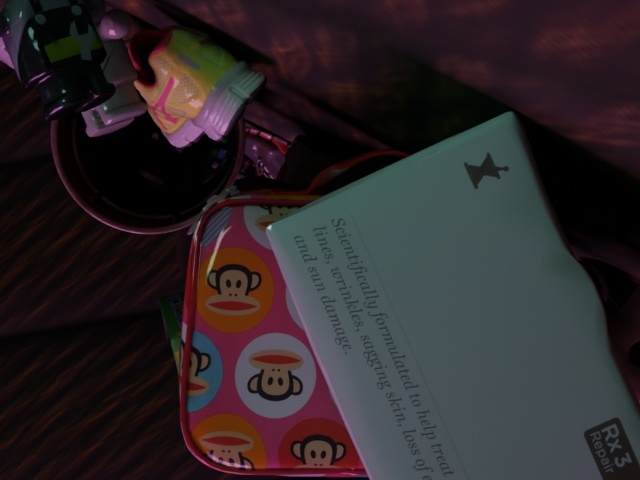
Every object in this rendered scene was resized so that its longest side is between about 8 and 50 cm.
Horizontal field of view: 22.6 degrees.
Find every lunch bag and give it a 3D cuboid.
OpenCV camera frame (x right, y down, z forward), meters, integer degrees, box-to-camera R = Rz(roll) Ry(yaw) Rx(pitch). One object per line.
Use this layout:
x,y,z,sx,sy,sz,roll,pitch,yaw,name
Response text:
0.035,0.056,1.256,0.293,0.258,0.120,4,-179,-1,lunch bag

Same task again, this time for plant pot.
-0.142,-0.097,1.429,0.167,0.167,0.165,29,-173,0,plant pot

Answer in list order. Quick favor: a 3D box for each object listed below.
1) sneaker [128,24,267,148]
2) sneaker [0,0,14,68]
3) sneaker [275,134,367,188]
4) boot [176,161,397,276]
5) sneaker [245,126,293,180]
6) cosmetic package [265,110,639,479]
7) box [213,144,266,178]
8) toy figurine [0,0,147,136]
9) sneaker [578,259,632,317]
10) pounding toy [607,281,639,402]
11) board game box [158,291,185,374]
-0.108,-0.130,1.234,0.094,0.081,0.208,36,170,-14,sneaker
-0.258,-0.197,1.286,0.111,0.103,0.252,24,-177,13,sneaker
0.001,-0.026,1.636,0.107,0.118,0.279,29,178,20,sneaker
0.000,0.000,1.447,0.305,0.112,0.115,-6,165,39,boot
-0.041,-0.074,1.778,0.158,0.065,0.061,28,178,12,sneaker
0.072,0.059,1.009,0.385,0.156,0.217,76,171,-88,cosmetic package
-0.046,-0.076,2.046,0.175,0.051,0.220,30,178,-36,box
-0.239,-0.126,1.109,0.213,0.210,0.148,-1,-113,-83,toy figurine
0.243,0.056,1.360,0.077,0.072,0.178,17,-173,-3,sneaker
0.307,0.141,1.093,0.270,0.154,0.155,28,178,29,pounding toy
0.016,0.053,1.461,0.317,0.046,0.213,-13,-172,-7,board game box
